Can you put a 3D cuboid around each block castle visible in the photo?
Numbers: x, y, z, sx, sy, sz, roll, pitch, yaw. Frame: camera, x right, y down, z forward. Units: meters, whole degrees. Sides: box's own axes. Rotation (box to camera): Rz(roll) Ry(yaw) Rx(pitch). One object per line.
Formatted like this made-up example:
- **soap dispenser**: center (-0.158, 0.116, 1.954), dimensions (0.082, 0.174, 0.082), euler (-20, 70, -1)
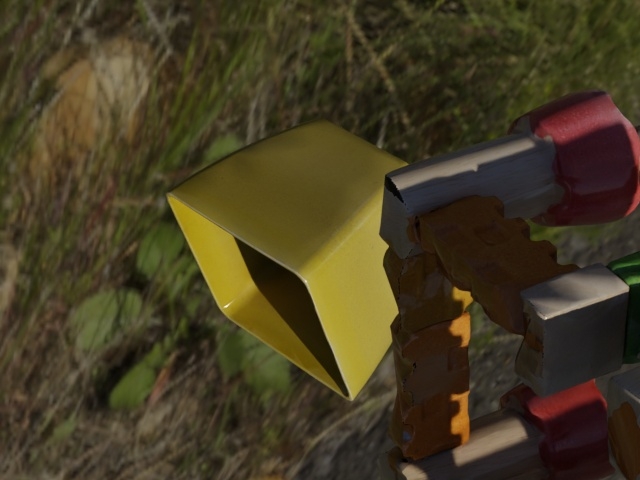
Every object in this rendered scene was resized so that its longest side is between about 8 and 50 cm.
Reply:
- **block castle**: center (0.221, 0.136, 0.809), dimensions (0.213, 0.303, 0.453), euler (-17, 35, -21)

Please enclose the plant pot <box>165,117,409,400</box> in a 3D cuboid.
- **plant pot**: center (0.000, 0.000, 1.536), dimensions (0.212, 0.212, 0.187), euler (31, 64, 36)
